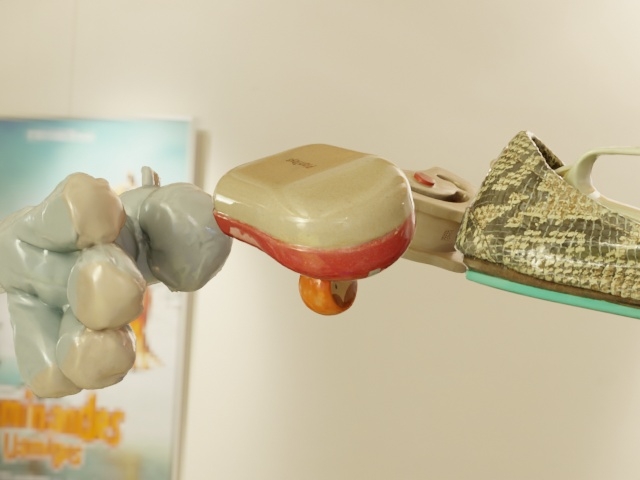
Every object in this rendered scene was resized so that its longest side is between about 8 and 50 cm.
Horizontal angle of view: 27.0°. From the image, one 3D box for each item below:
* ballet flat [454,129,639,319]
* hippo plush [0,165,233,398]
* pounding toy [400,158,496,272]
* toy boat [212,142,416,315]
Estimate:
[{"bbox_3d":[0.330,0.023,1.027,0.483,0.182,0.164,23,6,30],"label":"ballet flat"},{"bbox_3d":[-0.223,0.039,1.453,0.294,0.234,0.237,-5,4,45],"label":"hippo plush"},{"bbox_3d":[0.143,-0.064,1.628,0.270,0.154,0.154,14,22,-25],"label":"pounding toy"},{"bbox_3d":[0.000,0.000,1.259,0.151,0.151,0.231,-19,17,-20],"label":"toy boat"}]
